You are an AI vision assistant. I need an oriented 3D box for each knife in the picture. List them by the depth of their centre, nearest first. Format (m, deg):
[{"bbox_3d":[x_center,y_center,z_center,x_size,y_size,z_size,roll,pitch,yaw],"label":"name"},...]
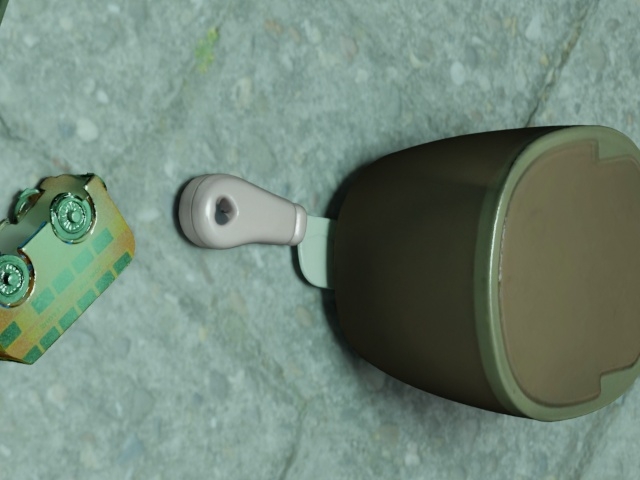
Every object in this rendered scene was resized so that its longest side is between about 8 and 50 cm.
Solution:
[{"bbox_3d":[-0.001,0.003,1.879,0.336,0.043,0.081,14,80,-43],"label":"knife"}]

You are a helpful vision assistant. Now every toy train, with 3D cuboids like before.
[{"bbox_3d":[-0.234,0.022,1.646,0.188,0.072,0.099,-47,119,-31],"label":"toy train"}]

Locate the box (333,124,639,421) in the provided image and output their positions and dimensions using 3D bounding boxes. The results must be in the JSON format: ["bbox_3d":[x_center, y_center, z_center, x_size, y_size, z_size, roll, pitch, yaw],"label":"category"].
[{"bbox_3d":[0.168,0.023,1.897,0.301,0.216,0.301,-6,98,-46],"label":"box"}]

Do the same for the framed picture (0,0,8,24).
[{"bbox_3d":[-0.342,-0.131,1.488,0.265,0.192,0.018,-32,75,-37],"label":"framed picture"}]
